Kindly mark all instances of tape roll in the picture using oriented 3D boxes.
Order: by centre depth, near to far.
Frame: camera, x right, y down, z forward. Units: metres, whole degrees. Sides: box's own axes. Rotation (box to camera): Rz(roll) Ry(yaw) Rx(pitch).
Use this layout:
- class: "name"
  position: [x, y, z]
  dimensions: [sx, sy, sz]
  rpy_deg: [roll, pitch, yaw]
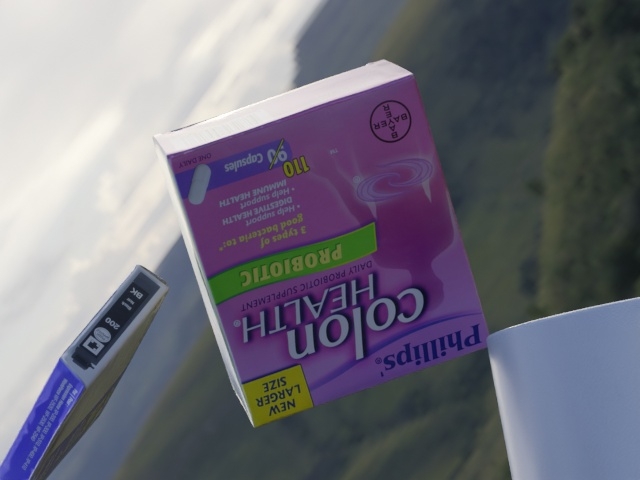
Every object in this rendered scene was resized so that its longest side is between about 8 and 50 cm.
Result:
- class: "tape roll"
  position: [0.260, 0.132, 1.491]
  dimensions: [0.246, 0.169, 0.246]
  rpy_deg: [-11, -8, -1]

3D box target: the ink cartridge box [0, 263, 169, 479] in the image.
- class: "ink cartridge box"
  position: [-0.229, 0.150, 1.752]
  dimensions: [0.206, 0.045, 0.208]
  rpy_deg: [-58, -1, 41]

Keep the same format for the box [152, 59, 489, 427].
- class: "box"
  position: [0.000, 0.000, 1.630]
  dimensions: [0.214, 0.243, 0.117]
  rpy_deg: [-18, 15, -7]
